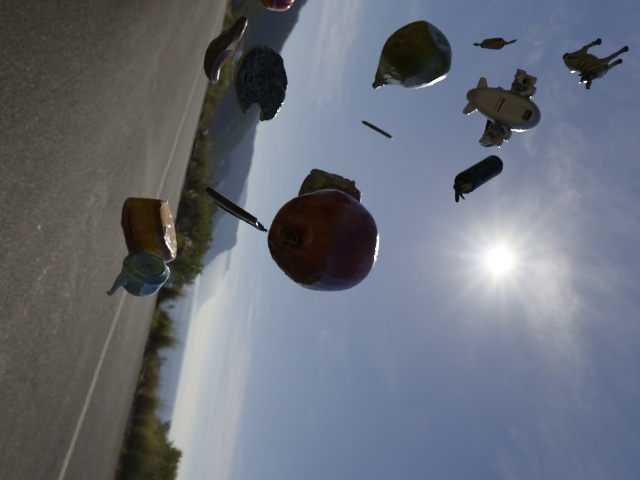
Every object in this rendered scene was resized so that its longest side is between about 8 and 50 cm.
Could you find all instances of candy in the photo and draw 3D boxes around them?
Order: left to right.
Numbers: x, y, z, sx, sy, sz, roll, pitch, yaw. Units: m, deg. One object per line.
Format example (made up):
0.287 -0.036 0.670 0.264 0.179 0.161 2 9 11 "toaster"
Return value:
0.771 -0.871 2.108 0.053 0.182 0.046 -75 160 -44 "candy"

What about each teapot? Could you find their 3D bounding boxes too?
-0.621 0.134 1.655 0.159 0.232 0.159 3 -85 35 "teapot"

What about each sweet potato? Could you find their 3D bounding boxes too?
-0.223 -0.453 1.103 0.249 0.059 0.069 -26 -124 54 "sweet potato"

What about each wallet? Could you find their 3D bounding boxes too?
-0.397 -0.137 2.234 0.044 0.321 0.170 -53 158 -11 "wallet"

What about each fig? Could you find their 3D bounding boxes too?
0.294 -0.625 1.653 0.233 0.314 0.233 38 47 -55 "fig"

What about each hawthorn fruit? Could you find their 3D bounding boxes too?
0.000 0.000 1.215 0.275 0.299 0.276 -2 -93 38 "hawthorn fruit"

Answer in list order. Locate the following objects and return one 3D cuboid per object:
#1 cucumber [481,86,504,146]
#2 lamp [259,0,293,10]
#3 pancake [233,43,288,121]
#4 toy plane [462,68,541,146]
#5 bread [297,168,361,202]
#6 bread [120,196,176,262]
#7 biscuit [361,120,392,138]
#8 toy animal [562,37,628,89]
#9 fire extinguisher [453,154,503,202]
0.674 -0.482 1.828 0.067 0.067 0.245 177 -74 -77 "cucumber"
-0.196 -1.088 2.039 0.187 0.163 0.188 15 -67 39 "lamp"
-0.193 -0.518 1.561 0.037 0.253 0.254 13 -87 34 "pancake"
0.569 -0.419 1.493 0.252 0.118 0.252 -1 -92 35 "toy plane"
0.035 -0.208 2.352 0.225 0.279 0.250 -103 -147 -65 "bread"
-0.668 -0.034 1.862 0.312 0.172 0.312 170 -90 -86 "bread"
0.233 -0.454 1.947 0.018 0.147 0.071 -62 180 16 "biscuit"
0.772 -0.508 1.372 0.217 0.176 0.073 -121 -172 -54 "toy animal"
0.642 -0.257 1.972 0.095 0.311 0.115 2 -66 51 "fire extinguisher"
